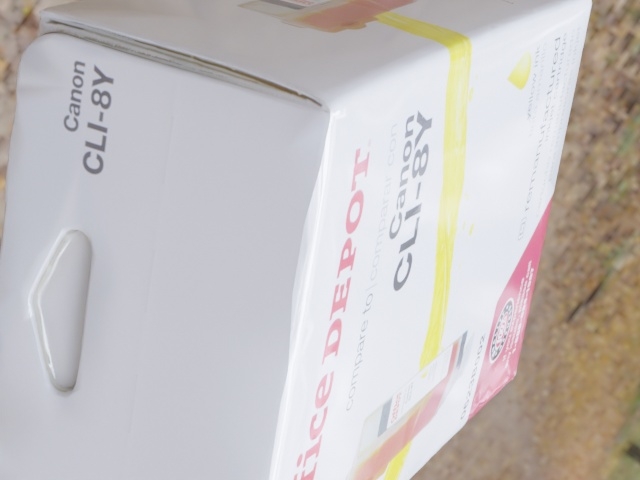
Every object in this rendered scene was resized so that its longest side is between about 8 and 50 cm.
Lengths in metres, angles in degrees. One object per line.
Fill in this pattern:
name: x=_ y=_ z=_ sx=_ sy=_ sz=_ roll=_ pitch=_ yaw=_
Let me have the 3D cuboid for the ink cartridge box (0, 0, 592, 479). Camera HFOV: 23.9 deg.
ink cartridge box: x=0.000 y=0.000 z=0.845 sx=0.384 sy=0.160 sz=0.279 roll=-29 pitch=133 yaw=-59
